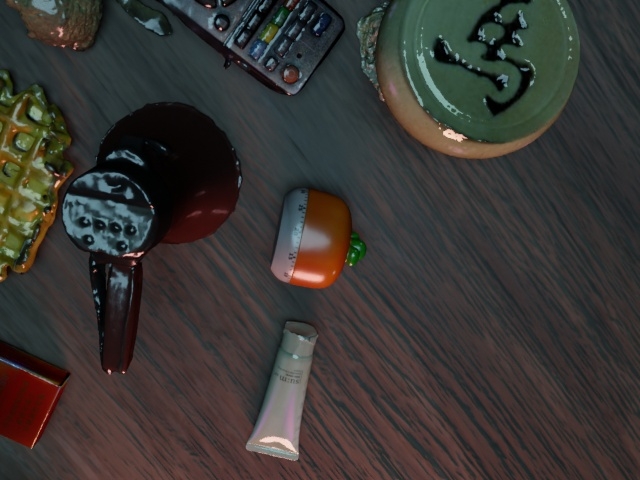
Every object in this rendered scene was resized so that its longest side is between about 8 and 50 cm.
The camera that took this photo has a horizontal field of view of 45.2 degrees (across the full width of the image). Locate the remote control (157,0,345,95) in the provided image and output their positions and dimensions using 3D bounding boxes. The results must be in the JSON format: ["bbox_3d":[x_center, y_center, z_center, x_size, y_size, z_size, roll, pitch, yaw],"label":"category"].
[{"bbox_3d":[-0.157,-0.328,0.913,0.399,0.062,0.144,35,94,-24],"label":"remote control"}]

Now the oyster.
[{"bbox_3d":[0.084,-0.246,0.990,0.098,0.037,0.100,-44,99,8],"label":"oyster"}]

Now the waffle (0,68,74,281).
[{"bbox_3d":[-0.447,-0.082,1.009,0.262,0.060,0.281,-18,98,6],"label":"waffle"}]

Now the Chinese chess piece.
[{"bbox_3d":[0.191,-0.225,0.937,0.250,0.101,0.250,0,91,-11],"label":"Chinese chess piece"}]

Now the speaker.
[{"bbox_3d":[-0.230,-0.019,0.902,0.198,0.329,0.259,35,106,-7],"label":"speaker"}]

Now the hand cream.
[{"bbox_3d":[-0.049,0.215,1.084,0.078,0.050,0.205,12,106,-3],"label":"hand cream"}]

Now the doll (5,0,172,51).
[{"bbox_3d":[-0.264,-0.367,0.939,0.202,0.091,0.286,7,117,-36],"label":"doll"}]

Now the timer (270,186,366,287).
[{"bbox_3d":[0.000,0.000,1.016,0.136,0.099,0.136,-3,114,-7],"label":"timer"}]

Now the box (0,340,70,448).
[{"bbox_3d":[-0.456,0.203,1.076,0.175,0.048,0.112,28,102,-7],"label":"box"}]
